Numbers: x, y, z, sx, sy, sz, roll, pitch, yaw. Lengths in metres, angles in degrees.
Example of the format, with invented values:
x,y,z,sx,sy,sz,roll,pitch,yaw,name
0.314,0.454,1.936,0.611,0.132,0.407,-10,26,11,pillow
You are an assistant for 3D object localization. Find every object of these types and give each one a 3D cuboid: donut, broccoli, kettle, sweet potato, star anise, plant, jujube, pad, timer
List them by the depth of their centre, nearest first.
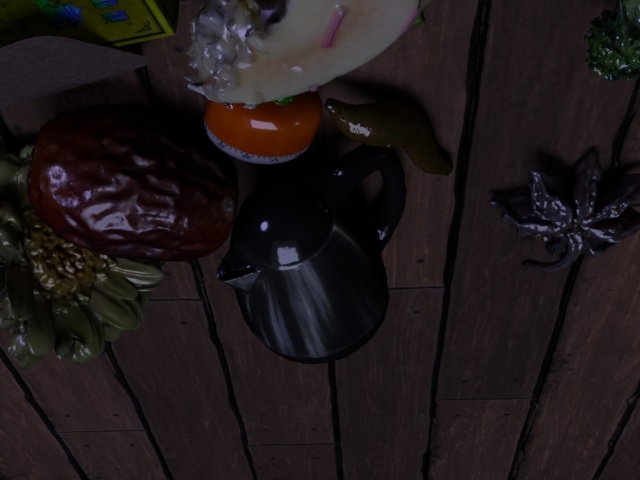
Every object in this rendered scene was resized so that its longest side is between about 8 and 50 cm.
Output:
x,y,z,sx,sy,sz,roll,pitch,yaw,name
-0.047,-0.281,0.972,0.307,0.150,0.371,-13,147,19,donut
0.318,-0.253,1.039,0.194,0.194,0.220,21,167,-31,broccoli
-0.329,-0.176,1.192,0.266,0.002,0.176,-10,174,31,pad
-0.061,-0.152,1.248,0.136,0.099,0.136,-10,143,-7,timer
-0.218,-0.068,1.301,0.243,0.183,0.183,11,147,-14,jujube
0.103,-0.127,1.320,0.069,0.059,0.249,-46,144,20,sweet potato
-0.006,0.015,1.400,0.251,0.207,0.271,-9,153,8,kettle
0.329,-0.025,1.466,0.209,0.089,0.231,1,138,14,star anise
-0.338,0.005,1.469,0.261,0.297,0.305,-20,106,-11,plant

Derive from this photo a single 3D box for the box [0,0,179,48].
x,y,z,sx,sy,sz,roll,pitch,yaw,name
-0.269,-0.249,1.110,0.220,0.064,0.141,-8,148,16,box
